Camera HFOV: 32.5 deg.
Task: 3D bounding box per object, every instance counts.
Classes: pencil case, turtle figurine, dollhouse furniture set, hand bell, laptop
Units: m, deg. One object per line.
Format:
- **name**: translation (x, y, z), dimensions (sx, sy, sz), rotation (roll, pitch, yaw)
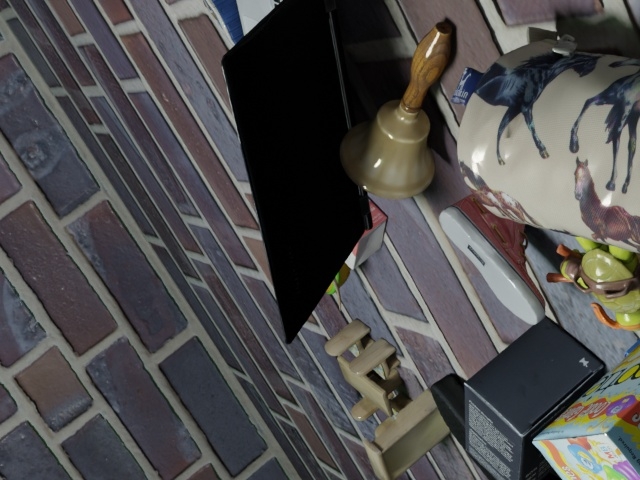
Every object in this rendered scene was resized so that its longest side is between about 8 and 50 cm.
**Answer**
- **pencil case**: translation (0.284, -0.077, 0.898), dimensions (0.410, 0.160, 0.183), rotation (21, 114, 58)
- **turtle figurine**: translation (0.299, 0.019, 1.155), dimensions (0.269, 0.087, 0.217), rotation (23, 145, 57)
- **dollhouse furniture set**: translation (0.100, 0.314, 2.062), dimensions (0.242, 0.161, 0.212), rotation (36, 155, 43)
- **hand bell**: translation (0.109, -0.169, 1.299), dimensions (0.126, 0.126, 0.242), rotation (47, 148, 18)
- **laptop**: translation (-0.082, -0.150, 1.421), dimensions (0.408, 0.236, 0.382), rotation (35, 143, 50)

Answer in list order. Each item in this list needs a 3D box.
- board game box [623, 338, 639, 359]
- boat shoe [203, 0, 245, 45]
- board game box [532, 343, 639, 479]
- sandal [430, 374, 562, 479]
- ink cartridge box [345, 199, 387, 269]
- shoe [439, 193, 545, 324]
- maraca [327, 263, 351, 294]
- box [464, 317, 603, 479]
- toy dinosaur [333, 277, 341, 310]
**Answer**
- **board game box**: translation (0.403, 0.207, 1.147), dimensions (0.210, 0.047, 0.160), rotation (43, 159, 27)
- **boat shoe**: translation (-0.148, -0.361, 1.587), dimensions (0.066, 0.066, 0.183), rotation (41, 156, 52)
- **board game box**: translation (0.350, 0.141, 0.954), dimensions (0.144, 0.275, 0.142), rotation (52, 162, 2)
- **sandal**: translation (0.320, 0.349, 1.722), dimensions (0.446, 0.107, 0.167), rotation (52, 168, 49)
- **ink cartridge box**: translation (0.013, -0.062, 1.742), dimensions (0.198, 0.067, 0.115), rotation (46, 161, 17)
- **shoe**: translation (0.229, 0.012, 1.322), dimensions (0.178, 0.081, 0.063), rotation (51, 162, 16)
- **maraca**: translation (0.000, 0.000, 1.848), dimensions (0.127, 0.099, 0.185), rotation (134, 125, -66)
- **box**: translation (0.283, 0.228, 1.476), dimensions (0.108, 0.153, 0.207), rotation (42, 158, 32)
- **toy dinosaur**: translation (-0.018, 0.001, 1.753), dimensions (0.211, 0.064, 0.112), rotation (54, -177, 27)
